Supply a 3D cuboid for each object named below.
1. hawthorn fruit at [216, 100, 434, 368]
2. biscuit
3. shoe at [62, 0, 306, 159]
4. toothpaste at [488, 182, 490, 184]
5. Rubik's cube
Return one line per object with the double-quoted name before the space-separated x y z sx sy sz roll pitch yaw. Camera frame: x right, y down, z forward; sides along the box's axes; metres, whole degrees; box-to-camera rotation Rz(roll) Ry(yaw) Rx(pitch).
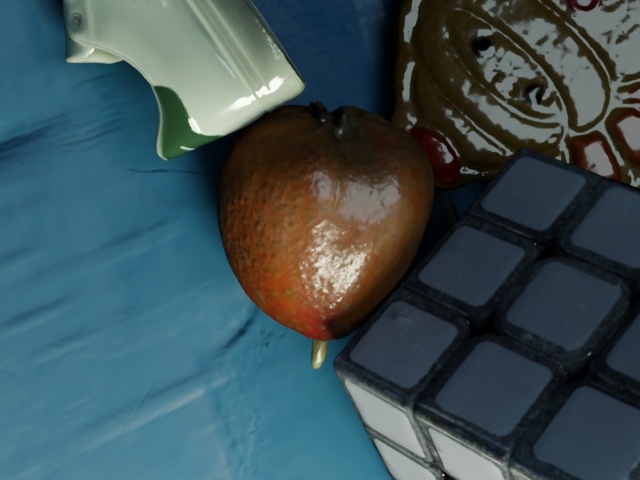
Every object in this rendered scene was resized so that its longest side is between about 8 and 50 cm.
"hawthorn fruit" 0.000 0.000 1.073 0.199 0.199 0.251 -4 104 -31
"biscuit" 0.228 -0.196 1.202 0.359 0.074 0.381 44 82 -1
"shoe" -0.176 -0.236 1.011 0.160 0.132 0.363 -35 93 6
"toothpaste" 0.205 -0.029 1.268 0.047 0.040 0.196 -7 92 -29
"Rubik's cube" 0.242 0.148 1.076 0.305 0.303 0.301 -49 140 -21
